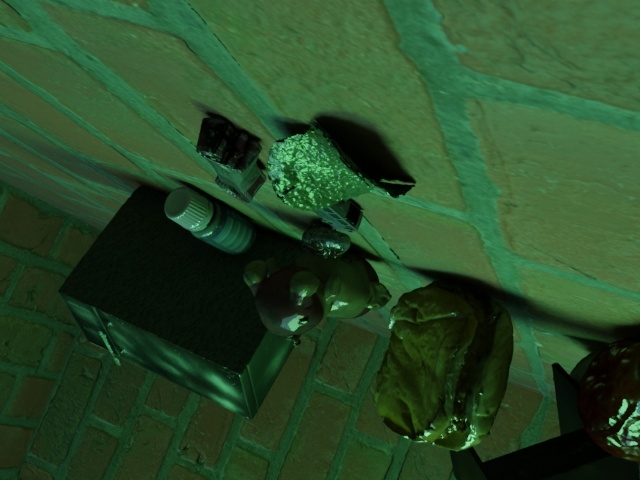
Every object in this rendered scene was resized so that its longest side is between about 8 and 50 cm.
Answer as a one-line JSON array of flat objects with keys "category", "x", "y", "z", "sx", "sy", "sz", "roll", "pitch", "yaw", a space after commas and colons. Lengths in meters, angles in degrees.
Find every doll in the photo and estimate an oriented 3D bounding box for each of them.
[{"category": "doll", "x": -0.005, "y": 0.079, "z": 1.536, "sx": 0.256, "sy": 0.152, "sz": 0.196, "roll": -10, "pitch": -132, "yaw": -47}]

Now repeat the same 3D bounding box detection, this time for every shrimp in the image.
[{"category": "shrimp", "x": 0.000, "y": 0.000, "z": 1.435, "sx": 0.065, "sy": 0.056, "sz": 0.165, "roll": 17, "pitch": 176, "yaw": -17}]

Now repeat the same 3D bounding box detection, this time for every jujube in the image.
[{"category": "jujube", "x": 0.482, "y": 0.229, "z": 1.266, "sx": 0.190, "sy": 0.190, "sz": 0.255, "roll": 19, "pitch": 158, "yaw": 17}]

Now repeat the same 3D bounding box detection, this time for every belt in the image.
[{"category": "belt", "x": -0.110, "y": -0.099, "z": 1.092, "sx": 0.071, "sy": 0.053, "sz": 0.232, "roll": 28, "pitch": 173, "yaw": 7}]

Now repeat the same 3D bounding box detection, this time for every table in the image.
[{"category": "table", "x": 0.384, "y": 0.397, "z": 1.497, "sx": 0.251, "sy": 0.196, "sz": 0.282, "roll": -19, "pitch": -156, "yaw": -6}]

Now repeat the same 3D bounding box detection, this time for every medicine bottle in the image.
[{"category": "medicine bottle", "x": -0.214, "y": -0.037, "z": 1.640, "sx": 0.084, "sy": 0.083, "sz": 0.203, "roll": 15, "pitch": 171, "yaw": 38}]

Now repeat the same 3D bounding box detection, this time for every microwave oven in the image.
[{"category": "microwave oven", "x": -0.265, "y": 0.122, "z": 1.812, "sx": 0.432, "sy": 0.374, "sz": 0.236, "roll": 22, "pitch": 149, "yaw": 15}]

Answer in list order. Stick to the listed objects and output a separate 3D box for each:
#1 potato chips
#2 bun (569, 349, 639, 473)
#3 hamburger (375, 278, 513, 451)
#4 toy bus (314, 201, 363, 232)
[{"category": "potato chips", "x": 0.025, "y": -0.070, "z": 0.924, "sx": 0.167, "sy": 0.059, "sz": 0.228, "roll": 18, "pitch": 169, "yaw": -21}, {"category": "bun", "x": 0.613, "y": 0.346, "z": 1.562, "sx": 0.361, "sy": 0.213, "sz": 0.361, "roll": 24, "pitch": 172, "yaw": 4}, {"category": "hamburger", "x": 0.215, "y": 0.213, "z": 1.465, "sx": 0.145, "sy": 0.283, "sz": 0.259, "roll": 9, "pitch": -173, "yaw": -26}, {"category": "toy bus", "x": 0.015, "y": -0.049, "z": 1.154, "sx": 0.052, "sy": 0.036, "sz": 0.131, "roll": 11, "pitch": 167, "yaw": 30}]
